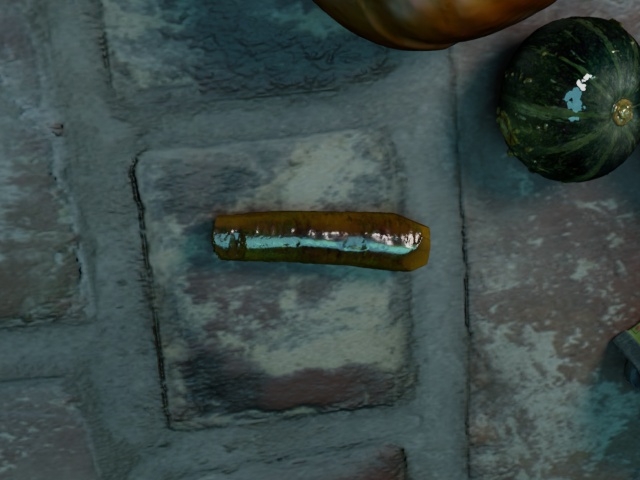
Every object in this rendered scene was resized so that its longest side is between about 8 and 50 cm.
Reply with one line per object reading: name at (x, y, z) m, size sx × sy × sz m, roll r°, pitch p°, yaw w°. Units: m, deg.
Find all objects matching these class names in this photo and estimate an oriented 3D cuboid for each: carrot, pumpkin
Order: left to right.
carrot at (0.000, 0.000, 1.527) m, size 0.260 × 0.070 × 0.070 m, roll 1°, pitch 110°, yaw -10°
pumpkin at (0.287, -0.158, 1.477) m, size 0.190 × 0.146 × 0.190 m, roll -1°, pitch 92°, yaw -34°

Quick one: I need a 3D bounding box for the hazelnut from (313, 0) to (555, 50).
hazelnut at (0.127, -0.347, 1.307) m, size 0.372 × 0.315 × 0.372 m, roll -15°, pitch 144°, yaw -11°

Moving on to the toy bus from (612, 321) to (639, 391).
toy bus at (0.532, 0.209, 1.656) m, size 0.190 × 0.152 × 0.312 m, roll -38°, pitch 111°, yaw 5°
